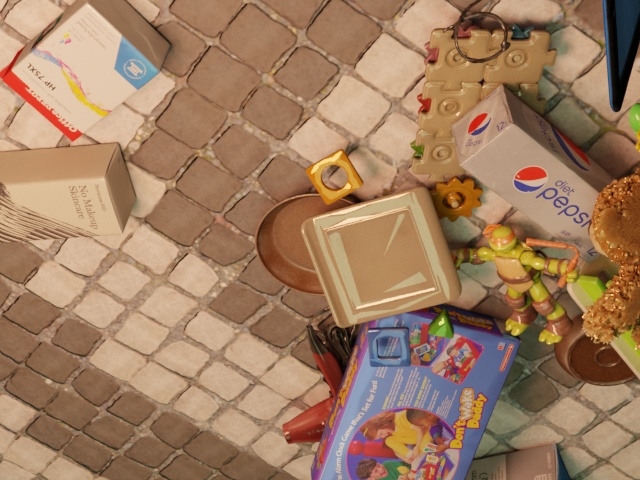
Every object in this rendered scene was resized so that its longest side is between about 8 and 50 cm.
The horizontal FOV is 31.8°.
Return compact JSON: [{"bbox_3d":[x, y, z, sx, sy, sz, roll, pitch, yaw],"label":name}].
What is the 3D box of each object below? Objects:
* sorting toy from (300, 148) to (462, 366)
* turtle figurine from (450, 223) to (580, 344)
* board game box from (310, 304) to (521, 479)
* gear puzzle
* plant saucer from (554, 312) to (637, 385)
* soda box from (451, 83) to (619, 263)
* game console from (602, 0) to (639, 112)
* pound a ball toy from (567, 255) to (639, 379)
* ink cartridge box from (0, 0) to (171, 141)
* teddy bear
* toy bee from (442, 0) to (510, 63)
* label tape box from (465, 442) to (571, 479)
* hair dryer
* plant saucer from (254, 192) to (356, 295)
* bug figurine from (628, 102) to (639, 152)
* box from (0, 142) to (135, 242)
[{"bbox_3d":[0.090,0.021,1.651,0.196,0.047,0.347,-16,107,14],"label":"sorting toy"},{"bbox_3d":[0.286,0.049,1.681,0.270,0.087,0.217,2,134,37],"label":"turtle figurine"},{"bbox_3d":[0.147,0.268,1.806,0.233,0.078,0.347,16,108,-10],"label":"board game box"},{"bbox_3d":[0.214,-0.158,1.565,0.176,0.044,0.339,0,132,-6],"label":"gear puzzle"},{"bbox_3d":[0.463,0.179,1.811,0.168,0.029,0.168,4,129,4],"label":"plant saucer"},{"bbox_3d":[0.313,-0.087,1.547,0.286,0.091,0.098,32,124,-30],"label":"soda box"},{"bbox_3d":[0.413,-0.330,1.273,0.250,0.173,0.293,-17,134,2],"label":"game console"},{"bbox_3d":[0.547,0.133,1.667,0.319,0.135,0.208,46,163,-26],"label":"pound a ball toy"},{"bbox_3d":[-0.335,-0.231,1.543,0.231,0.078,0.134,-33,118,28],"label":"ink cartridge box"},{"bbox_3d":[0.458,0.067,1.511,0.338,0.113,0.245,41,81,-16],"label":"teddy bear"},{"bbox_3d":[0.222,-0.377,1.341,0.298,0.162,0.195,-41,108,4],"label":"toy bee"},{"bbox_3d":[0.299,0.518,2.046,0.348,0.115,0.249,-15,125,20],"label":"label tape box"},{"bbox_3d":[0.032,0.236,1.883,0.224,0.080,0.293,29,111,-12],"label":"hair dryer"},{"bbox_3d":[0.000,0.000,1.715,0.199,0.036,0.198,3,128,4],"label":"plant saucer"},{"bbox_3d":[0.472,-0.129,1.378,0.279,0.072,0.216,-44,123,-9],"label":"bug figurine"},{"bbox_3d":[-0.426,-0.067,1.672,0.275,0.094,0.113,-4,128,10],"label":"box"}]
